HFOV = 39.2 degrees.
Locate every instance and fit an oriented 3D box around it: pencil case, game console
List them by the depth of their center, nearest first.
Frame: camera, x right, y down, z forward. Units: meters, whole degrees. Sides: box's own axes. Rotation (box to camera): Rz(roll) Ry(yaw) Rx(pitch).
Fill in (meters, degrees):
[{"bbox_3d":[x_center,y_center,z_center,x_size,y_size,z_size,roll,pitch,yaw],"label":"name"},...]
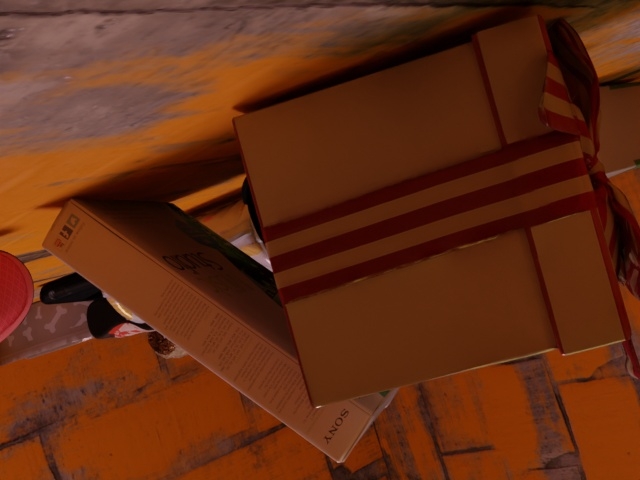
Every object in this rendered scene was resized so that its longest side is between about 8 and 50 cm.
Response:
[{"bbox_3d":[-0.154,0.020,1.152,0.273,0.113,0.124,-19,158,27],"label":"pencil case"},{"bbox_3d":[-0.235,0.037,1.554,0.387,0.060,0.342,-19,177,20],"label":"game console"}]

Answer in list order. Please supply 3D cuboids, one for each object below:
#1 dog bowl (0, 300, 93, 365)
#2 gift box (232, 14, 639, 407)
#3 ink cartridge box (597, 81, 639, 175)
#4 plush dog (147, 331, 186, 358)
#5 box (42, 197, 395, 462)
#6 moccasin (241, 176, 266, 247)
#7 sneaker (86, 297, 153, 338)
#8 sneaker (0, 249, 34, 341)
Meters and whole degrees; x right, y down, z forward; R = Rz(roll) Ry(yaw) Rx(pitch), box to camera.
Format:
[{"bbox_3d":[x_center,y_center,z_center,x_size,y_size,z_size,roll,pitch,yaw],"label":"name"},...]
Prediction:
[{"bbox_3d":[-0.525,0.169,1.921,0.349,0.102,0.349,-17,177,-1],"label":"dog bowl"},{"bbox_3d":[0.105,-0.011,0.684,0.258,0.255,0.276,-16,-176,11],"label":"gift box"},{"bbox_3d":[0.297,-0.115,1.248,0.201,0.117,0.278,-15,177,-45],"label":"ink cartridge box"},{"bbox_3d":[-0.262,0.163,1.899,0.225,0.210,0.262,-38,179,-2],"label":"plush dog"},{"bbox_3d":[-0.073,0.068,0.854,0.058,0.322,0.232,-56,170,9],"label":"box"},{"bbox_3d":[0.094,-0.066,0.911,0.342,0.116,0.138,-19,177,19],"label":"moccasin"},{"bbox_3d":[-0.265,0.104,1.498,0.145,0.090,0.270,-9,174,-44],"label":"sneaker"},{"bbox_3d":[-0.349,0.063,0.722,0.136,0.115,0.314,-21,176,37],"label":"sneaker"}]
